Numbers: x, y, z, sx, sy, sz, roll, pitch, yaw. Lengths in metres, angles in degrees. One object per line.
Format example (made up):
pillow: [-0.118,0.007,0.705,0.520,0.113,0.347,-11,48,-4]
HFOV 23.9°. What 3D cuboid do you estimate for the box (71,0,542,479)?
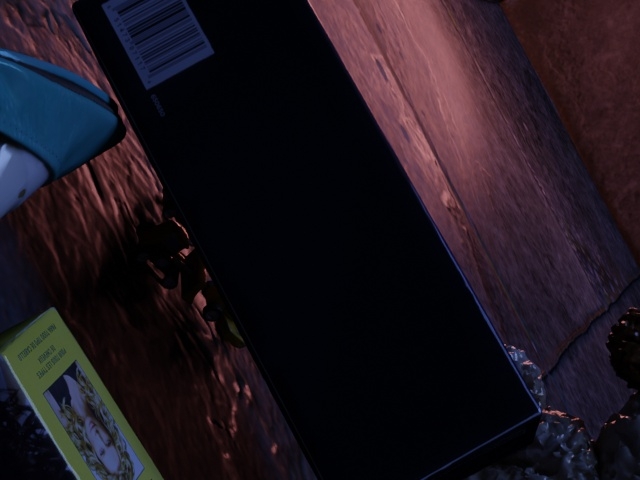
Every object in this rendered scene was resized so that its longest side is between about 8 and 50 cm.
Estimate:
box: [0.000,0.000,0.730,0.261,0.103,0.184,61,-2,13]

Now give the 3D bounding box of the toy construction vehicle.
toy construction vehicle: [-0.061,0.006,0.842,0.098,0.035,0.086,50,21,-33]

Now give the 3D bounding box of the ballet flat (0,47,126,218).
ballet flat: [-0.164,-0.045,0.591,0.247,0.083,0.087,27,62,-61]

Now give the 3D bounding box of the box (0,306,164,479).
box: [-0.072,0.145,0.520,0.232,0.087,0.058,58,16,-8]

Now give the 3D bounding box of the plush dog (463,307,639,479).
plush dog: [0.192,0.176,0.974,0.262,0.225,0.210,62,17,1]
